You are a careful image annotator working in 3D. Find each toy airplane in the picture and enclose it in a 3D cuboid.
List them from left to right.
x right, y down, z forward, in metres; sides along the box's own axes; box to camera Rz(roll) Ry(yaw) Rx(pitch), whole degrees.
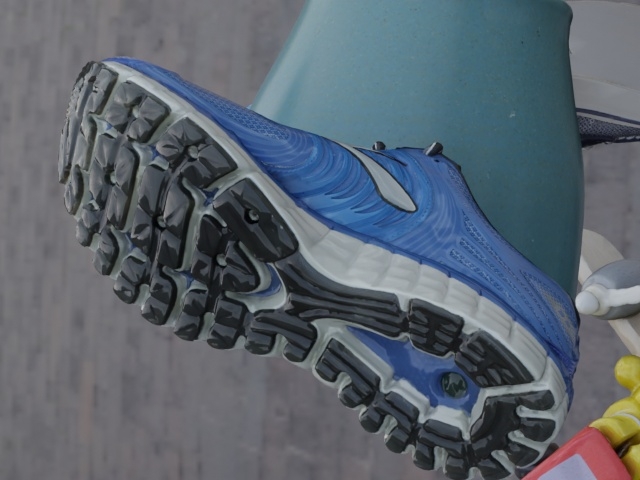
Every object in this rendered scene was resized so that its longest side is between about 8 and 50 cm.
[{"bbox_3d":[0.426,0.190,1.669,0.272,0.386,0.384,109,178,-59],"label":"toy airplane"}]

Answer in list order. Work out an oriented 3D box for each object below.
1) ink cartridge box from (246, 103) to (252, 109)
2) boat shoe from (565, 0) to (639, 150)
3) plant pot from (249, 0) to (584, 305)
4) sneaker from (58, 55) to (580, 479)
[{"bbox_3d":[-0.030,-0.099,1.703,0.143,0.092,0.090,59,178,-3],"label":"ink cartridge box"},{"bbox_3d":[0.191,-0.116,1.298,0.158,0.341,0.127,116,154,-48],"label":"boat shoe"},{"bbox_3d":[0.062,-0.055,1.042,0.272,0.272,0.255,15,95,64],"label":"plant pot"},{"bbox_3d":[0.000,0.000,0.842,0.330,0.147,0.129,34,124,7],"label":"sneaker"}]
